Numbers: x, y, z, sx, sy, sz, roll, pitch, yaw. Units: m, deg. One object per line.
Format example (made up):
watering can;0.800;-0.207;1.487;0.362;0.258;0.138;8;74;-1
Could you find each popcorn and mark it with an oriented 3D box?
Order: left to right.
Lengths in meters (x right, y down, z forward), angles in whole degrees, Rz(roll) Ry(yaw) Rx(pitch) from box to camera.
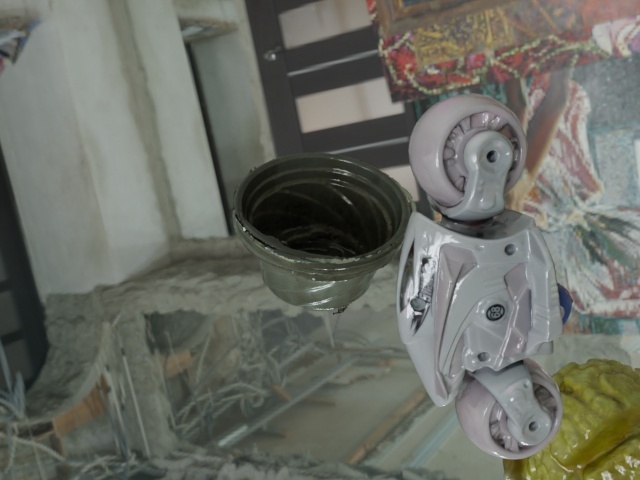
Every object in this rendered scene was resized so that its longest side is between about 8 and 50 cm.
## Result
popcorn;0.382;0.290;0.937;0.271;0.257;0.224;17;179;4

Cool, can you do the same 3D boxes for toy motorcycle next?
toy motorcycle;0.099;0.033;0.471;0.113;0.254;0.112;-13;-164;4

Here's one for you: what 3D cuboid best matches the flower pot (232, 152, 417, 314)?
flower pot;0.000;0.000;0.932;0.236;0.140;0.235;2;-141;-2
